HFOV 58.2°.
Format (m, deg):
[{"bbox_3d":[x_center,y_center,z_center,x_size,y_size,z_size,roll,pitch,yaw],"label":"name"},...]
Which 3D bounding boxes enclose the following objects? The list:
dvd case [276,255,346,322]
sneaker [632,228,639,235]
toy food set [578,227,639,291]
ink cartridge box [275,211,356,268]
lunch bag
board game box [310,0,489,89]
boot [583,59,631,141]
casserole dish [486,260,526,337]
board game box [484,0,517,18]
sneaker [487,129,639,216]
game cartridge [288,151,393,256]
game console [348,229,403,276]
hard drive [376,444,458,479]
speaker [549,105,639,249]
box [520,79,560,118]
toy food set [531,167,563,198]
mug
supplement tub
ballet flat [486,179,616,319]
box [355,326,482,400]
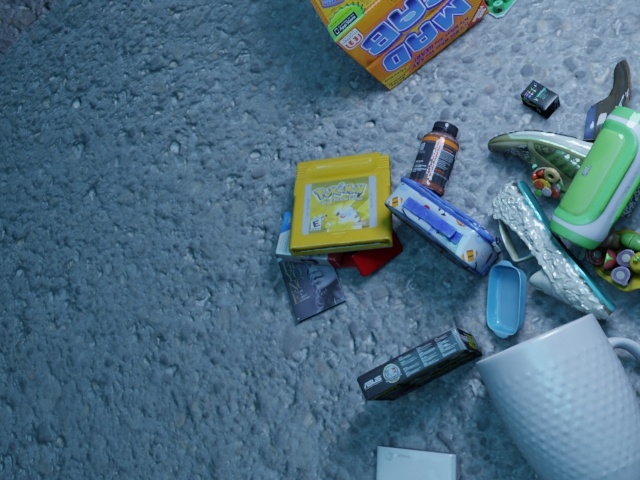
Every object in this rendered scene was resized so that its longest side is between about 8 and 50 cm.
[{"bbox_3d":[-0.031,0.110,1.704,0.164,0.018,0.221,-27,66,17],"label":"dvd case"},{"bbox_3d":[0.832,0.004,1.268,0.321,0.127,0.126,-29,58,43],"label":"sneaker"},{"bbox_3d":[0.667,0.027,1.304,0.128,0.071,0.218,-58,30,11],"label":"toy food set"},{"bbox_3d":[0.000,0.000,1.666,0.230,0.078,0.134,6,73,19],"label":"ink cartridge box"},{"bbox_3d":[0.314,-0.033,1.449,0.303,0.243,0.115,39,95,30],"label":"lunch bag"},{"bbox_3d":[0.184,-0.719,1.604,0.356,0.356,0.356,-36,66,22],"label":"board game box"},{"bbox_3d":[0.714,-0.344,1.434,0.106,0.082,0.219,1,78,23],"label":"boot"},{"bbox_3d":[0.459,0.144,1.409,0.114,0.036,0.189,-172,85,-66],"label":"casserole dish"},{"bbox_3d":[0.511,-0.903,1.704,0.390,0.050,0.390,-49,61,6],"label":"board game box"},{"bbox_3d":[0.596,-0.164,1.419,0.410,0.158,0.182,21,103,34],"label":"sneaker"},{"bbox_3d":[0.059,-0.110,1.626,0.285,0.053,0.324,-6,55,12],"label":"game cartridge"},{"bbox_3d":[0.136,0.005,1.606,0.144,0.085,0.124,-33,50,-10],"label":"game console"},{"bbox_3d":[0.233,0.675,1.409,0.202,0.040,0.308,-3,75,25],"label":"hard drive"},{"bbox_3d":[0.623,-0.133,1.257,0.131,0.131,0.297,33,110,29],"label":"speaker"},{"bbox_3d":[0.580,-0.372,1.517,0.052,0.062,0.083,-50,61,7],"label":"box"},{"bbox_3d":[0.551,-0.140,1.398,0.020,0.083,0.083,-37,22,-29],"label":"toy food set"},{"bbox_3d":[0.572,0.345,1.231,0.373,0.276,0.328,-20,74,-13],"label":"mug"},{"bbox_3d":[0.316,-0.224,1.579,0.106,0.106,0.198,17,84,28],"label":"supplement tub"},{"bbox_3d":[0.543,0.037,1.395,0.147,0.147,0.409,-33,59,14],"label":"ballet flat"},{"bbox_3d":[0.247,0.307,1.403,0.270,0.216,0.060,-32,64,16],"label":"box"}]
